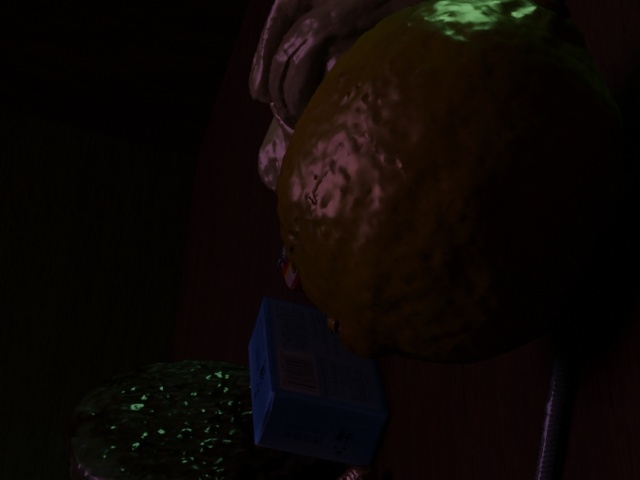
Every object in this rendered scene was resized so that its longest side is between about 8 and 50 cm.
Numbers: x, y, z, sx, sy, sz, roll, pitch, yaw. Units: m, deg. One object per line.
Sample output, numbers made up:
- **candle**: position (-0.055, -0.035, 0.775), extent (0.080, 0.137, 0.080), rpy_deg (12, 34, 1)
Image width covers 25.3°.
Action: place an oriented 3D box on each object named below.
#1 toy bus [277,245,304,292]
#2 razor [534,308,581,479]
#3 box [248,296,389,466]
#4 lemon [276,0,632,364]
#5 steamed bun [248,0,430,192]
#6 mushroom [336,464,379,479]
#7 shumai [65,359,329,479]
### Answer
- **toy bus**: position (0.000, 0.000, 2.073), extent (0.077, 0.079, 0.174), rpy_deg (-102, 27, -47)
- **razor**: position (0.179, 0.158, 1.124), extent (0.084, 0.036, 0.211), rpy_deg (59, -133, -78)
- **box**: position (-0.007, 0.168, 1.726), extent (0.232, 0.142, 0.083), rpy_deg (-102, 27, -64)
- **lemon**: position (0.108, -0.048, 1.127), extent (0.322, 0.268, 0.268), rpy_deg (-53, 10, -4)
- **steamed bun**: position (0.033, -0.199, 1.764), extent (0.372, 0.230, 0.325), rpy_deg (136, 142, -66)
- **mushroom**: position (0.042, 0.337, 1.535), extent (0.059, 0.054, 0.202), rpy_deg (109, 163, -56)
- **shumai**: position (-0.151, 0.375, 1.890), extent (0.395, 0.395, 0.348), rpy_deg (-109, 14, -70)
